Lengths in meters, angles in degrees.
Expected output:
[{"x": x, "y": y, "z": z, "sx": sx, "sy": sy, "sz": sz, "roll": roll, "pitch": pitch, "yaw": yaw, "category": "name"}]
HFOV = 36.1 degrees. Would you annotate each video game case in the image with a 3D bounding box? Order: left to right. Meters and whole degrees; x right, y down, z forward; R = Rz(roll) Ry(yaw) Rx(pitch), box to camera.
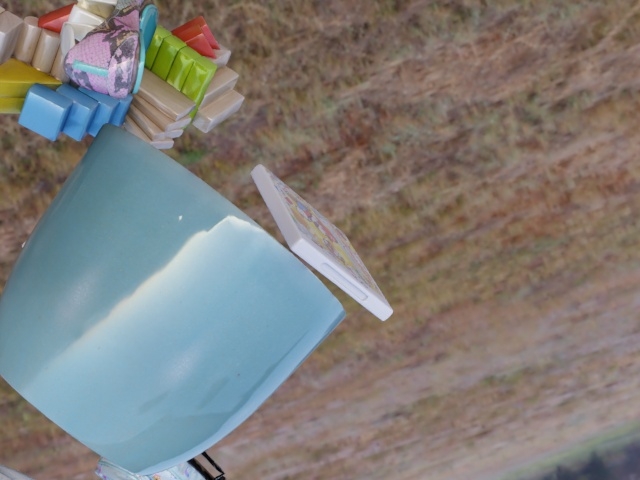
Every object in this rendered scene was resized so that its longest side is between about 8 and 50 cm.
[{"x": 0.000, "y": 0.000, "z": 1.444, "sx": 0.026, "sy": 0.227, "sz": 0.206, "roll": -44, "pitch": 125, "yaw": 9, "category": "video game case"}]

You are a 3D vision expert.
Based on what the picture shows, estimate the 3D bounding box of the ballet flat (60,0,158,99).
[{"x": -0.192, "y": -0.183, "z": 0.885, "sx": 0.079, "sy": 0.077, "sz": 0.221, "roll": 15, "pitch": -158, "yaw": -12, "category": "ballet flat"}]

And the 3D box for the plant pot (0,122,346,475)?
[{"x": -0.163, "y": 0.073, "z": 0.925, "sx": 0.235, "sy": 0.293, "sz": 0.293, "roll": -52, "pitch": 170, "yaw": -9, "category": "plant pot"}]

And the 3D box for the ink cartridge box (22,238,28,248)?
[{"x": -0.360, "y": 0.099, "z": 1.777, "sx": 0.296, "sy": 0.261, "sz": 0.066, "roll": -5, "pitch": -159, "yaw": 10, "category": "ink cartridge box"}]

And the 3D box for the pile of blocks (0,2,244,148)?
[{"x": -0.213, "y": -0.182, "z": 1.021, "sx": 0.362, "sy": 0.149, "sz": 0.112, "roll": -12, "pitch": 143, "yaw": -44, "category": "pile of blocks"}]

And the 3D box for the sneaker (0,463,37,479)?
[{"x": -0.145, "y": 0.337, "z": 0.933, "sx": 0.257, "sy": 0.447, "sz": 0.169, "roll": -21, "pitch": 140, "yaw": -62, "category": "sneaker"}]

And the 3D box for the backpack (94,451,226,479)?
[{"x": -0.239, "y": 0.345, "z": 1.446, "sx": 0.152, "sy": 0.182, "sz": 0.115, "roll": -7, "pitch": -138, "yaw": 43, "category": "backpack"}]
